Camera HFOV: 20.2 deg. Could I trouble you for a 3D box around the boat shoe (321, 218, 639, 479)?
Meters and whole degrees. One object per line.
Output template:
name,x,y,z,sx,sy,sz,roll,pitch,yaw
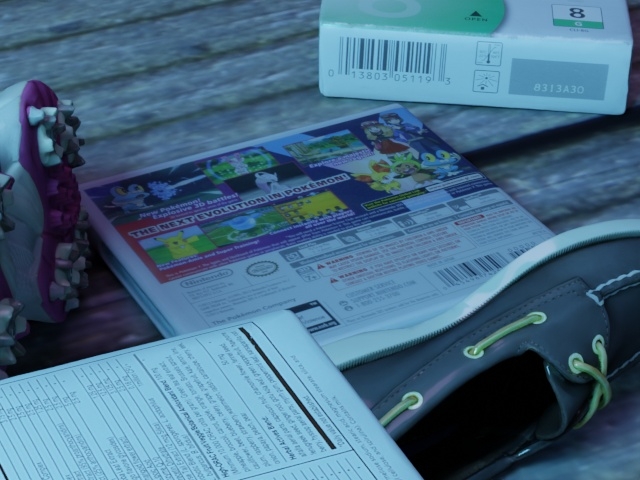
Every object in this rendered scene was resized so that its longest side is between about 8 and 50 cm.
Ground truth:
boat shoe,0.079,0.060,0.757,0.227,0.081,0.068,-23,43,-22

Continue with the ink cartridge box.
ink cartridge box,0.095,-0.155,1.113,0.181,0.056,0.225,3,35,2

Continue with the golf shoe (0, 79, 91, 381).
golf shoe,-0.178,-0.005,0.760,0.140,0.115,0.306,-3,8,4

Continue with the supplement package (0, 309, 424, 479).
supplement package,-0.072,0.155,0.492,0.203,0.194,0.149,-13,35,-22

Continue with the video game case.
video game case,0.000,0.000,0.895,0.201,0.023,0.183,-16,37,-24
